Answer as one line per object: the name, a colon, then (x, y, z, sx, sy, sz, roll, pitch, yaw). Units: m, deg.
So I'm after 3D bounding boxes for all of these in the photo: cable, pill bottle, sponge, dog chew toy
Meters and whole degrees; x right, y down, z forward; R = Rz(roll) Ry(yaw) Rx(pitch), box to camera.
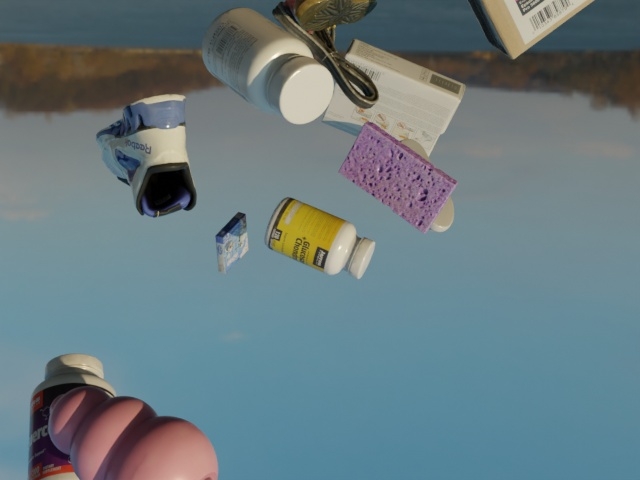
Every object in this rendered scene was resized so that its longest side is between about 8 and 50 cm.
cable: (0.012, -0.375, 1.979, 0.139, 0.287, 0.072, -14, 155, -47)
pill bottle: (-0.084, -0.281, 1.710, 0.131, 0.131, 0.229, -7, -147, -37)
pill bottle: (0.000, 0.000, 1.894, 0.184, 0.103, 0.103, 23, -165, 11)
pill bottle: (-0.513, 0.404, 2.184, 0.182, 0.181, 0.322, -1, -128, -12)
sponge: (0.144, -0.120, 1.986, 0.210, 0.117, 0.031, 36, -153, 10)
dog chew toy: (-0.347, 0.373, 1.869, 0.332, 0.206, 0.207, 28, -160, 20)

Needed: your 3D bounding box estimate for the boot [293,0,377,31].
boot: (-0.041, -0.499, 1.851, 0.089, 0.269, 0.236, -39, 171, 28)

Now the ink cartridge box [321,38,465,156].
ink cartridge box: (0.161, -0.313, 2.404, 0.275, 0.060, 0.239, 22, 145, -1)

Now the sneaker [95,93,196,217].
sneaker: (-0.299, -0.119, 1.806, 0.128, 0.182, 0.315, -7, 172, -23)

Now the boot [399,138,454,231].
boot: (0.205, -0.093, 2.309, 0.095, 0.123, 0.258, 7, -133, -28)

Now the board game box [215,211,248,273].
board game box: (-0.173, 0.005, 2.065, 0.020, 0.090, 0.090, 17, -140, 21)

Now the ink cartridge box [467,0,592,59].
ink cartridge box: (0.351, -0.443, 1.708, 0.235, 0.193, 0.088, -37, -141, 2)

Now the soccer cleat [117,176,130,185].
soccer cleat: (-0.396, -0.126, 2.451, 0.060, 0.072, 0.179, -29, 150, 34)
